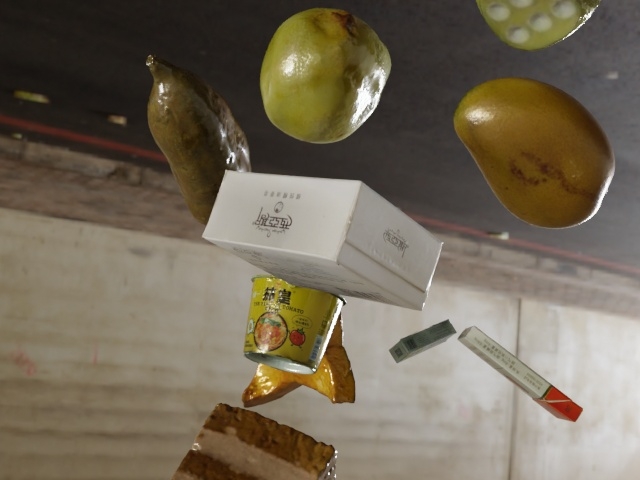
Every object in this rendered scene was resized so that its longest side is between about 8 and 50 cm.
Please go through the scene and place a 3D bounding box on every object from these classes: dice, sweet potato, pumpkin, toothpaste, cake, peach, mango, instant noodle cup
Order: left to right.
[{"bbox_3d":[-0.205,-0.168,1.595,0.157,0.158,0.370,3,148,13],"label":"sweet potato"},{"bbox_3d":[-0.116,0.394,1.231,0.196,0.293,0.199,21,136,11],"label":"cake"},{"bbox_3d":[-0.057,0.157,1.686,0.182,0.144,0.182,14,165,4],"label":"instant noodle cup"},{"bbox_3d":[-0.057,0.217,1.906,0.290,0.259,0.095,-6,-174,41],"label":"pumpkin"},{"bbox_3d":[0.001,-0.395,2.208,0.281,0.314,0.316,43,167,17],"label":"peach"},{"bbox_3d":[0.203,0.198,1.835,0.164,0.034,0.046,-15,157,-46],"label":"toothpaste"},{"bbox_3d":[0.452,-0.192,1.955,0.378,0.264,0.221,40,-156,-8],"label":"mango"},{"bbox_3d":[0.390,-0.456,1.664,0.166,0.169,0.169,42,137,-21],"label":"dice"}]

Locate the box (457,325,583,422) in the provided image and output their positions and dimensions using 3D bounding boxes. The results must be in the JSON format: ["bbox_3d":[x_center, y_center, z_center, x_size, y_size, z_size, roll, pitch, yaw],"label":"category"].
[{"bbox_3d":[0.364,0.245,1.713,0.245,0.035,0.139,39,175,5],"label":"box"}]

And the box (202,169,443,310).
[{"bbox_3d":[0.001,-0.002,1.316,0.274,0.116,0.203,8,164,45],"label":"box"}]
